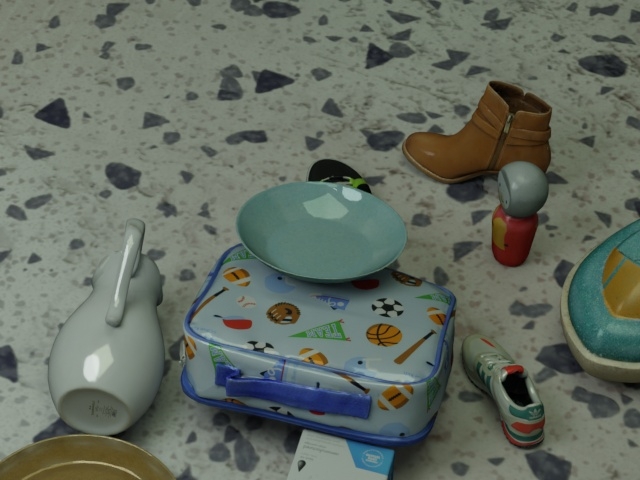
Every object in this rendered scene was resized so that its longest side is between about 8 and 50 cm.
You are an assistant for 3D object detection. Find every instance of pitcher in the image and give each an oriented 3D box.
[{"bbox_3d":[-0.227,0.094,1.733,0.125,0.178,0.207,10,45,-1],"label":"pitcher"}]

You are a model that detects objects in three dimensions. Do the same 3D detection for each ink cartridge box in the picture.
[{"bbox_3d":[0.008,0.292,1.631,0.104,0.060,0.180,12,46,8],"label":"ink cartridge box"}]

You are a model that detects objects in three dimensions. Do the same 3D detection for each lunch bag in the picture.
[{"bbox_3d":[-0.006,0.115,1.741,0.303,0.115,0.243,10,33,9],"label":"lunch bag"}]

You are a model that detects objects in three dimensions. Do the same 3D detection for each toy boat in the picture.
[{"bbox_3d":[0.336,0.026,1.847,0.318,0.148,0.267,29,51,23],"label":"toy boat"}]

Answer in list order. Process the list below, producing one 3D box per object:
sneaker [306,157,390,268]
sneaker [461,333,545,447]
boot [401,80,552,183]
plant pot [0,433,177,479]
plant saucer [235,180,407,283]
[{"bbox_3d":[0.042,-0.037,1.928,0.084,0.097,0.235,-10,47,-13],"label":"sneaker"},{"bbox_3d":[0.210,0.152,1.768,0.057,0.075,0.161,-14,48,-15],"label":"sneaker"},{"bbox_3d":[0.202,-0.141,1.999,0.197,0.152,0.073,17,47,14],"label":"boot"},{"bbox_3d":[-0.254,0.304,1.629,0.236,0.032,0.236,1,46,-1],"label":"plant pot"},{"bbox_3d":[0.000,0.000,1.778,0.195,0.037,0.195,4,34,-2],"label":"plant saucer"}]
